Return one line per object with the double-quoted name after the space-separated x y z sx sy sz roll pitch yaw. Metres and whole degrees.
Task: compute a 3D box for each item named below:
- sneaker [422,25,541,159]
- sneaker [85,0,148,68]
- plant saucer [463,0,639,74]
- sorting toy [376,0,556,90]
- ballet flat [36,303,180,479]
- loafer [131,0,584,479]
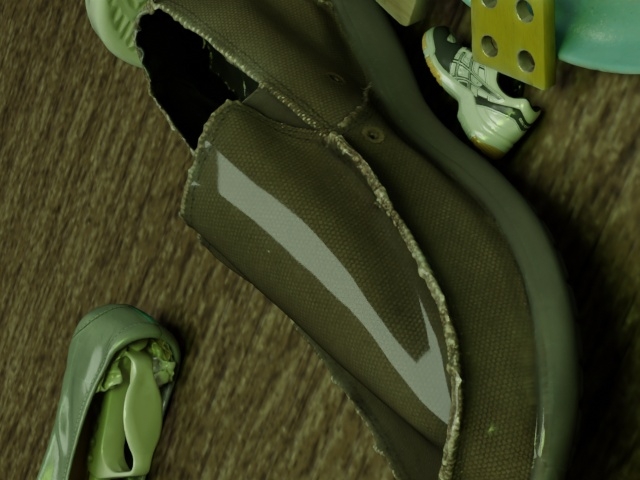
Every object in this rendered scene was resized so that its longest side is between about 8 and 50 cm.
0.078 -0.076 0.814 0.037 0.032 0.083 -42 51 20 "sneaker"
-0.039 -0.267 0.932 0.350 0.131 0.148 -57 29 20 "sneaker"
0.104 -0.222 0.690 0.317 0.043 0.317 35 139 37 "plant saucer"
0.009 -0.174 0.784 0.274 0.046 0.132 47 146 23 "sorting toy"
-0.129 0.144 1.010 0.068 0.072 0.213 16 96 48 "ballet flat"
0.000 0.000 0.791 0.366 0.130 0.134 -119 30 -46 "loafer"
